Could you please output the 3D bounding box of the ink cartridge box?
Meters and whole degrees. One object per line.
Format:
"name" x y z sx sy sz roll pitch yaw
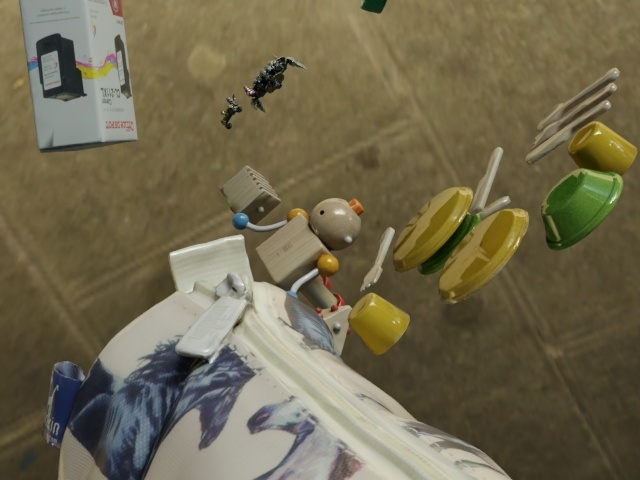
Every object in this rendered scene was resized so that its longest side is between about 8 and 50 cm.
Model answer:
"ink cartridge box" -0.246 -0.181 1.564 0.072 0.127 0.175 -6 94 10

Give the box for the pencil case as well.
"pencil case" 0.023 0.136 0.594 0.160 0.410 0.183 -20 112 -21

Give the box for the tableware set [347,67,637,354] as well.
"tableware set" 0.069 -0.001 0.624 0.024 0.104 0.154 42 130 -15

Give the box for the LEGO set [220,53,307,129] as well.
"LEGO set" -0.046 -0.115 1.118 0.023 0.083 0.054 43 127 16

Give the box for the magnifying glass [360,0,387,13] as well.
"magnifying glass" 0.067 -0.268 1.273 0.026 0.231 0.092 17 68 -5

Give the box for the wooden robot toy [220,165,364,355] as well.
"wooden robot toy" 0.000 0.000 1.055 0.079 0.173 0.076 -43 133 9
